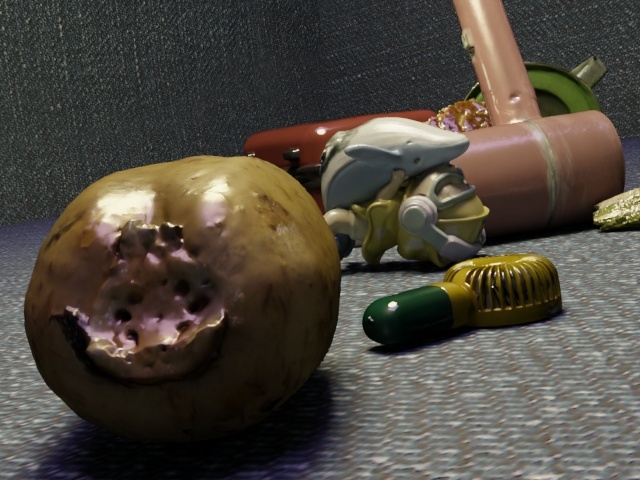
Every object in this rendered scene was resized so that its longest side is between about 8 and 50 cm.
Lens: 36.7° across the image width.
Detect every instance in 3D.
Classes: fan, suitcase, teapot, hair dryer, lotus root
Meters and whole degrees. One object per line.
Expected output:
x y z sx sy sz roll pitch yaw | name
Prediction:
0.096 0.039 0.655 0.155 0.039 0.082 -12 8 -33 | fan
0.034 -0.094 1.375 0.236 0.161 0.297 -11 6 -22 | suitcase
0.314 -0.173 1.446 0.270 0.200 0.337 -44 0 8 | teapot
0.193 -0.172 1.126 0.210 0.352 0.125 -10 -22 -9 | hair dryer
-0.067 0.022 0.545 0.160 0.146 0.284 10 4 1 | lotus root

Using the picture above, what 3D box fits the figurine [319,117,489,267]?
0.073 -0.035 0.968 0.208 0.184 0.128 -47 -8 31 | figurine

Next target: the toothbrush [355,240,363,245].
0.000 0.000 1.196 0.307 0.025 0.029 -5 15 23 | toothbrush

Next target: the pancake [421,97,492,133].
0.210 -0.076 1.203 0.257 0.056 0.212 35 60 27 | pancake

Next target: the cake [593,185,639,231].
0.356 -0.034 1.004 0.140 0.055 0.051 -20 35 36 | cake
